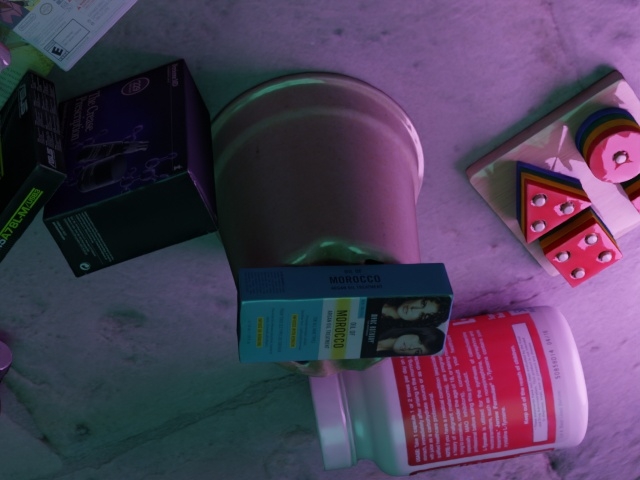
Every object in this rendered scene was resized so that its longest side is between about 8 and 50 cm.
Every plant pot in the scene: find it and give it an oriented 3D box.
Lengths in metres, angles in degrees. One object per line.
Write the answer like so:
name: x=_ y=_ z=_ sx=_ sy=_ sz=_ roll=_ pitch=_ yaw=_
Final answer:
plant pot: x=0.000 y=0.000 z=1.406 sx=0.333 sy=0.305 sz=0.334 roll=-4 pitch=129 yaw=-5

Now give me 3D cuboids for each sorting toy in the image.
sorting toy: x=0.391 y=-0.070 z=1.548 sx=0.257 sy=0.089 sz=0.255 roll=-34 pitch=125 yaw=18

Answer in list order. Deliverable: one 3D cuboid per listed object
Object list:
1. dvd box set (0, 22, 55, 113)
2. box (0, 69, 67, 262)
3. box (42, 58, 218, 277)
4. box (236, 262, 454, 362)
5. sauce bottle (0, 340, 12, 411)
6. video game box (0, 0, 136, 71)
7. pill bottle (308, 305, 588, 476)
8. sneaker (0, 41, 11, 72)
dvd box set: x=-0.455 y=-0.285 z=1.267 sx=0.307 sy=0.062 sz=0.420 roll=26 pitch=120 yaw=-26
box: x=-0.376 y=-0.080 z=1.283 sx=0.045 sy=0.191 sz=0.184 roll=22 pitch=123 yaw=-34
box: x=-0.232 y=-0.096 z=1.322 sx=0.184 sy=0.261 sz=0.103 roll=-17 pitch=129 yaw=4
box: x=0.026 y=0.085 z=1.241 sx=0.244 sy=0.060 sz=0.101 roll=-2 pitch=128 yaw=-7
sauce bottle: x=-0.570 y=0.292 z=1.674 sx=0.111 sy=0.111 sz=0.344 roll=17 pitch=125 yaw=-20
video game box: x=-0.294 y=-0.319 z=1.198 sx=0.205 sy=0.048 sz=0.187 roll=-39 pitch=126 yaw=20
pill bottle: x=0.192 y=0.243 z=1.677 sx=0.407 sy=0.229 sz=0.229 roll=-9 pitch=129 yaw=-2
sneaker: x=-0.410 y=-0.234 z=1.198 sx=0.121 sy=0.099 sz=0.262 roll=-3 pitch=153 yaw=-20
